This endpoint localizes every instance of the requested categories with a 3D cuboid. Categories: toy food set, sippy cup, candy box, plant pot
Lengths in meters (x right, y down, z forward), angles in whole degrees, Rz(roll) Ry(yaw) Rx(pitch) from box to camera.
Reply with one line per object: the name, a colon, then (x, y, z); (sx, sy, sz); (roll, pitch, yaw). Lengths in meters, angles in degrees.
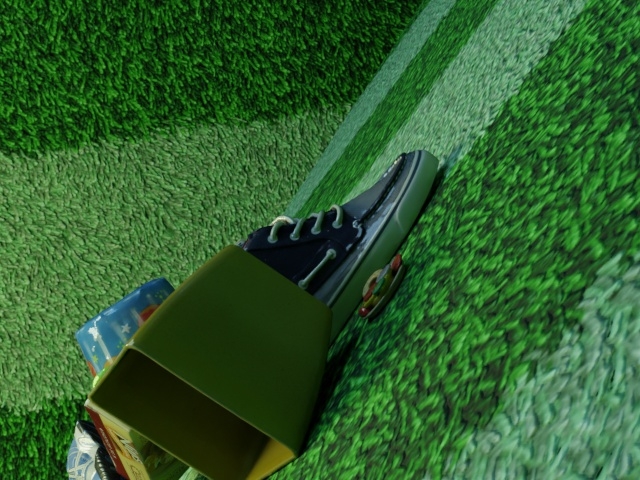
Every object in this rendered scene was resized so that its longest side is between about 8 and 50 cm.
toy food set: (0.068, 0.052, 1.368); (0.082, 0.020, 0.083); (-50, 7, 41)
sippy cup: (-0.255, 0.189, 1.893); (0.240, 0.224, 0.305); (-33, 1, -19)
candy box: (-0.160, 0.171, 1.627); (0.316, 0.087, 0.183); (-49, -29, -28)
plant pot: (-0.107, 0.133, 1.373); (0.187, 0.212, 0.212); (-60, 7, -31)

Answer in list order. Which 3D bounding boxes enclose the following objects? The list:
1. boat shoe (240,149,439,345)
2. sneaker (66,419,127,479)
boat shoe: (0.000, 0.000, 1.526); (0.341, 0.158, 0.127); (-57, 6, -5)
sneaker: (-0.303, 0.331, 1.711); (0.081, 0.080, 0.211); (-65, 29, 5)
